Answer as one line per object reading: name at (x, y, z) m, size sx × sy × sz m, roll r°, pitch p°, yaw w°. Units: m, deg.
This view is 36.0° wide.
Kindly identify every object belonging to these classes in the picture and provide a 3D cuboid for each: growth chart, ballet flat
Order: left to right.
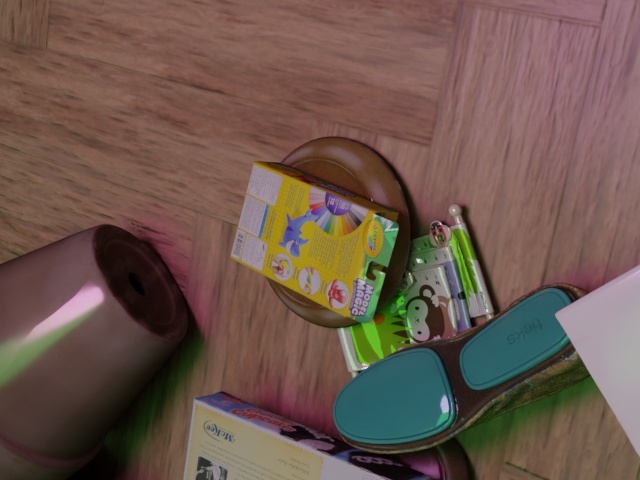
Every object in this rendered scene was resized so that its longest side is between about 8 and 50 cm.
growth chart at (0.103, 0.078, 1.168) m, size 0.237 × 0.021 × 0.171 m, roll -27°, pitch 81°, yaw 36°
ballet flat at (0.170, 0.154, 1.080) m, size 0.349 × 0.123 × 0.123 m, roll -33°, pitch 78°, yaw 33°

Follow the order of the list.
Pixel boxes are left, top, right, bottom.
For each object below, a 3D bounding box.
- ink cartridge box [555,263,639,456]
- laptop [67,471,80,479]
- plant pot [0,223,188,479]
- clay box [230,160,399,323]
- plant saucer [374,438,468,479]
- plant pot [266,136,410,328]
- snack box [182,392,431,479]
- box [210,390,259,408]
ink cartridge box at (0.393, 0.071, 0.860) m, size 0.270 × 0.198 × 0.197 m, roll -37°, pitch 76°, yaw 32°
laptop at (-0.326, 0.510, 1.528) m, size 0.408 × 0.236 × 0.381 m, roll 51°, pitch 125°, yaw 51°
plant pot at (-0.343, 0.132, 1.338) m, size 0.280 × 0.323 × 0.323 m, roll -35°, pitch 77°, yaw 15°
clay box at (0.000, 0.000, 1.148) m, size 0.222 × 0.053 × 0.127 m, roll 25°, pitch 107°, yaw 34°
plant saucer at (0.090, 0.284, 1.158) m, size 0.169 × 0.029 × 0.168 m, roll -9°, pitch 67°, yaw 21°
plant pot at (0.003, -0.009, 1.201) m, size 0.236 × 0.032 × 0.236 m, roll 3°, pitch 94°, yaw 39°
snack box at (-0.032, 0.317, 1.164) m, size 0.322 × 0.060 × 0.187 m, roll 15°, pitch 100°, yaw 36°
box at (-0.110, 0.300, 1.342) m, size 0.116 × 0.029 × 0.162 m, roll 19°, pitch 109°, yaw 30°
